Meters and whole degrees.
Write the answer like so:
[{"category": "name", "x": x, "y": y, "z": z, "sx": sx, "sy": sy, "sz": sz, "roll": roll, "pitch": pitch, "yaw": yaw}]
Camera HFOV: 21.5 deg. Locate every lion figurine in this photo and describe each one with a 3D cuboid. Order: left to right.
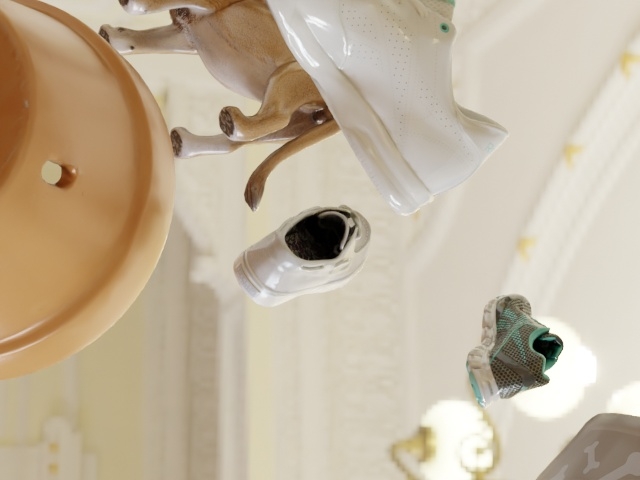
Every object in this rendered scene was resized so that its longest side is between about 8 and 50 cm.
[{"category": "lion figurine", "x": -0.063, "y": -0.187, "z": 1.692, "sx": 0.392, "sy": 0.240, "sz": 0.142, "roll": 58, "pitch": -37, "yaw": 29}]

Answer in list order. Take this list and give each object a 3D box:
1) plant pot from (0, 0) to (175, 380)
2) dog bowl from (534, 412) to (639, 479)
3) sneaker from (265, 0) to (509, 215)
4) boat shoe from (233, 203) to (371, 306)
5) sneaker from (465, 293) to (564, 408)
[{"category": "plant pot", "x": -0.265, "y": -0.058, "z": 1.188, "sx": 0.203, "sy": 0.291, "sz": 0.291, "roll": 56, "pitch": 32, "yaw": -75}, {"category": "dog bowl", "x": 0.283, "y": 0.298, "z": 1.295, "sx": 0.349, "sy": 0.102, "sz": 0.349, "roll": 40, "pitch": -25, "yaw": 23}, {"category": "sneaker", "x": 0.027, "y": -0.124, "z": 0.939, "sx": 0.212, "sy": 0.094, "sz": 0.080, "roll": 57, "pitch": 5, "yaw": -14}, {"category": "boat shoe", "x": 0.000, "y": 0.000, "z": 1.332, "sx": 0.063, "sy": 0.184, "sz": 0.066, "roll": -38, "pitch": -103, "yaw": 30}, {"category": "sneaker", "x": 0.182, "y": 0.095, "z": 1.504, "sx": 0.166, "sy": 0.076, "sz": 0.065, "roll": -63, "pitch": 137, "yaw": -61}]
